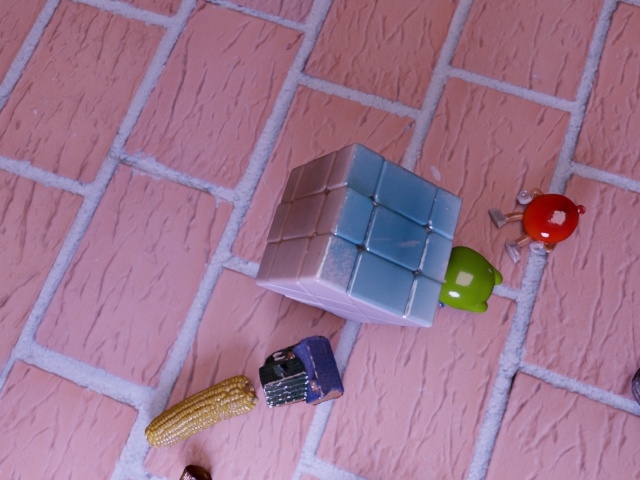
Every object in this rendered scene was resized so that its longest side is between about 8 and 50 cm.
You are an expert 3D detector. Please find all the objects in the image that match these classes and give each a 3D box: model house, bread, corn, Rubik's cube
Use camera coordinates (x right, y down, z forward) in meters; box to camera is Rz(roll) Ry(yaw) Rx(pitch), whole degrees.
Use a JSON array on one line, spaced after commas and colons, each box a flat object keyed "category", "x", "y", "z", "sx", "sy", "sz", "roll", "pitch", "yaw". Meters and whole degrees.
[{"category": "model house", "x": -0.049, "y": 0.318, "z": 1.448, "sx": 0.183, "sy": 0.172, "sz": 0.166, "roll": -18, "pitch": 75, "yaw": -2}, {"category": "bread", "x": -0.291, "y": 0.568, "z": 1.436, "sx": 0.085, "sy": 0.085, "sz": 0.053, "roll": 33, "pitch": 85, "yaw": 11}, {"category": "corn", "x": -0.292, "y": 0.422, "z": 1.475, "sx": 0.291, "sy": 0.101, "sz": 0.101, "roll": -27, "pitch": 75, "yaw": -1}, {"category": "Rubik's cube", "x": 0.084, "y": 0.004, "z": 1.399, "sx": 0.322, "sy": 0.319, "sz": 0.316, "roll": 25, "pitch": 74, "yaw": -25}]

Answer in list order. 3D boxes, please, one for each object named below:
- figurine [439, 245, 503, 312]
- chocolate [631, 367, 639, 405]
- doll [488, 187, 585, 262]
[{"category": "figurine", "x": 0.316, "y": 0.079, "z": 1.522, "sx": 0.263, "sy": 0.143, "sz": 0.162, "roll": 28, "pitch": 71, "yaw": 21}, {"category": "chocolate", "x": 0.814, "y": 0.408, "z": 1.417, "sx": 0.110, "sy": 0.110, "sz": 0.248, "roll": -22, "pitch": 74, "yaw": -3}, {"category": "doll", "x": 0.571, "y": -0.055, "z": 1.572, "sx": 0.217, "sy": 0.085, "sz": 0.183, "roll": -25, "pitch": 72, "yaw": 14}]
